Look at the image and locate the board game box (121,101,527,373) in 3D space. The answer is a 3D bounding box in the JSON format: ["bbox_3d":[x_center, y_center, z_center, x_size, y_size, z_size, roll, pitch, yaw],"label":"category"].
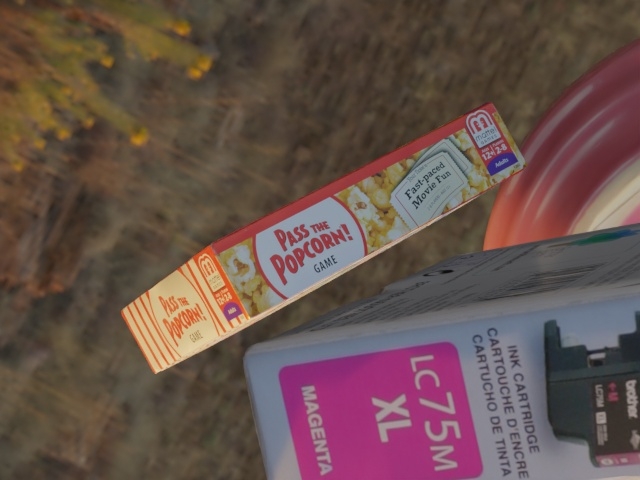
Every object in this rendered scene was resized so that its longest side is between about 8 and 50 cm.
[{"bbox_3d":[0.000,0.000,0.831,0.193,0.045,0.147,-28,178,-30],"label":"board game box"}]

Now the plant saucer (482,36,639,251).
[{"bbox_3d":[0.251,0.038,0.827,0.084,0.332,0.332,-56,169,-68],"label":"plant saucer"}]

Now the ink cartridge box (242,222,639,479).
[{"bbox_3d":[0.154,0.019,0.446,0.186,0.311,0.065,-19,96,-65],"label":"ink cartridge box"}]
